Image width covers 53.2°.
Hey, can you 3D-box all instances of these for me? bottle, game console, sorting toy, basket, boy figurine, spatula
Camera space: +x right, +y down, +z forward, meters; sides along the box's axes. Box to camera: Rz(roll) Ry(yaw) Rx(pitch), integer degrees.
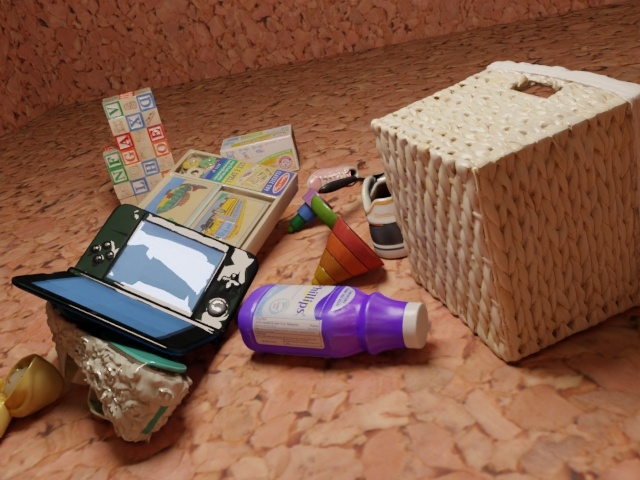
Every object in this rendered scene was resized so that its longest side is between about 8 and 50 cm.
[{"bbox_3d":[0.018,0.122,0.970,0.282,0.092,0.118,0,28,26],"label":"bottle"},{"bbox_3d":[-0.281,0.049,1.032,0.293,0.173,0.250,22,64,9],"label":"game console"},{"bbox_3d":[0.000,0.000,1.258,0.126,0.127,0.365,-45,25,3],"label":"sorting toy"},{"bbox_3d":[0.281,-0.056,0.952,0.266,0.331,0.328,-24,27,-10],"label":"basket"},{"bbox_3d":[-0.534,0.264,0.958,0.285,0.092,0.177,-22,24,-10],"label":"boy figurine"},{"bbox_3d":[0.090,-0.131,1.429,0.084,0.030,0.296,-28,-9,40],"label":"spatula"}]

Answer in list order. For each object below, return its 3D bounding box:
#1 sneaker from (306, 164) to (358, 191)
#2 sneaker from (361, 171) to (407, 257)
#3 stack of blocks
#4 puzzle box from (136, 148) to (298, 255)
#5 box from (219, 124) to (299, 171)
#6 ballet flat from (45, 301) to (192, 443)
[{"bbox_3d":[0.035,-0.153,1.567,0.134,0.051,0.070,-23,22,-29],"label":"sneaker"},{"bbox_3d":[0.156,-0.092,1.306,0.126,0.128,0.321,-9,24,11],"label":"sneaker"},{"bbox_3d":[-0.494,-0.241,1.718,0.171,0.297,0.087,-18,26,-11],"label":"stack of blocks"},{"bbox_3d":[-0.244,-0.030,1.285,0.272,0.052,0.409,14,45,16],"label":"puzzle box"},{"bbox_3d":[-0.166,-0.239,1.779,0.203,0.103,0.114,-13,25,2],"label":"box"},{"bbox_3d":[-0.341,0.182,0.984,0.147,0.147,0.409,-28,29,-28],"label":"ballet flat"}]
